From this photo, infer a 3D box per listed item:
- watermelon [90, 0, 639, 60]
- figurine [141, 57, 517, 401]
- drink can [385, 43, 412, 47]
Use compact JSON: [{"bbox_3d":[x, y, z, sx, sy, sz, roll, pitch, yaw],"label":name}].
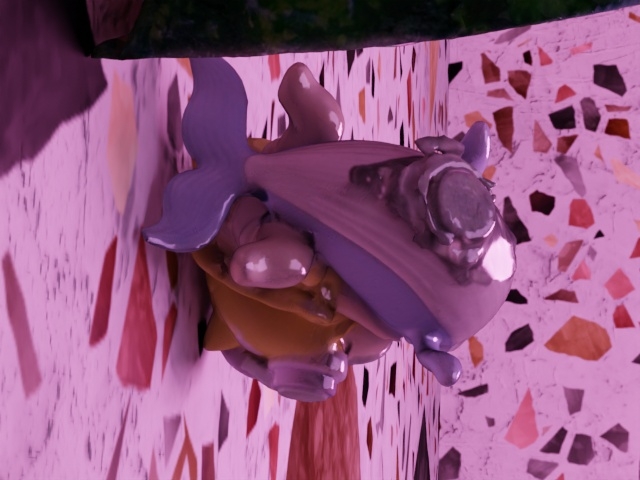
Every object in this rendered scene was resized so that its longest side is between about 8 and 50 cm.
[{"bbox_3d":[0.066,-0.208,0.701,0.292,0.319,0.222,-77,158,-79],"label":"watermelon"},{"bbox_3d":[0.000,0.000,0.758,0.208,0.184,0.128,32,58,-36],"label":"figurine"},{"bbox_3d":[0.038,-0.228,1.034,0.118,0.118,0.205,-79,166,-51],"label":"drink can"}]
